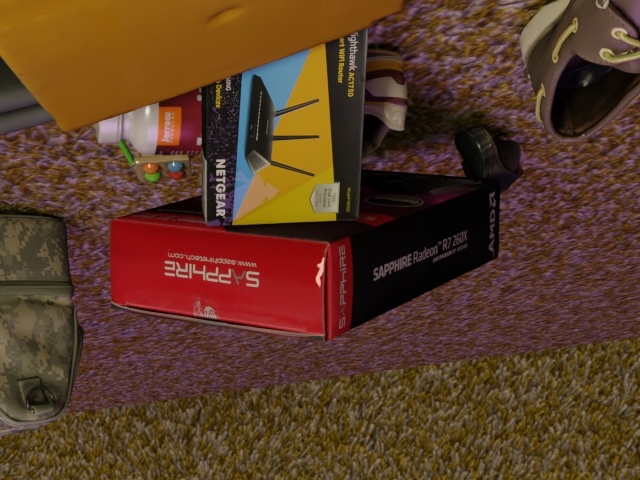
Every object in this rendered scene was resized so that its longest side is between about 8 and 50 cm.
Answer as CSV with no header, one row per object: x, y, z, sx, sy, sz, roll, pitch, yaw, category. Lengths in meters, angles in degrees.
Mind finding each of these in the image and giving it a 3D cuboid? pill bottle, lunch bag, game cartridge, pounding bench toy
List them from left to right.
-0.436,0.124,1.555,0.305,0.256,0.212,-19,165,39,lunch bag
-0.168,-0.090,1.249,0.083,0.065,0.052,-4,165,-4,pounding bench toy
-0.118,-0.117,1.131,0.152,0.086,0.086,-2,165,-13,pill bottle
-0.070,-0.169,0.854,0.285,0.052,0.323,-20,174,-4,game cartridge

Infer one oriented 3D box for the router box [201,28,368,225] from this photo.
-0.032,-0.103,1.081,0.133,0.179,0.046,-3,-152,-10,router box

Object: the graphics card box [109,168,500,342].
0.000,0.000,1.258,0.233,0.094,0.371,6,-168,31,graphics card box

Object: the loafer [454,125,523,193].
0.186,-0.092,1.408,0.061,0.062,0.170,-29,166,2,loafer

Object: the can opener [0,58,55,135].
-0.334,-0.080,1.051,0.280,0.093,0.074,-23,164,-27,can opener

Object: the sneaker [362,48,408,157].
0.010,-0.109,1.206,0.069,0.084,0.185,5,161,-33,sneaker

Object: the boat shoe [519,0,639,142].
0.241,-0.174,1.026,0.117,0.096,0.324,-2,165,-11,boat shoe
